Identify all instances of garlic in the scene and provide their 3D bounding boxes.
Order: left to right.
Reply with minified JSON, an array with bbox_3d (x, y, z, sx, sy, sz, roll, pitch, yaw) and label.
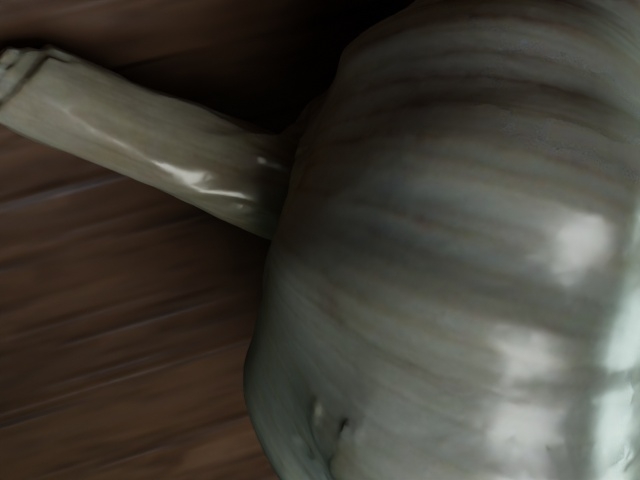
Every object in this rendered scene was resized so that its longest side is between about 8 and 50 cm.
[{"bbox_3d":[0.000,0.000,0.540,0.226,0.199,0.199,16,117,-2],"label":"garlic"}]
